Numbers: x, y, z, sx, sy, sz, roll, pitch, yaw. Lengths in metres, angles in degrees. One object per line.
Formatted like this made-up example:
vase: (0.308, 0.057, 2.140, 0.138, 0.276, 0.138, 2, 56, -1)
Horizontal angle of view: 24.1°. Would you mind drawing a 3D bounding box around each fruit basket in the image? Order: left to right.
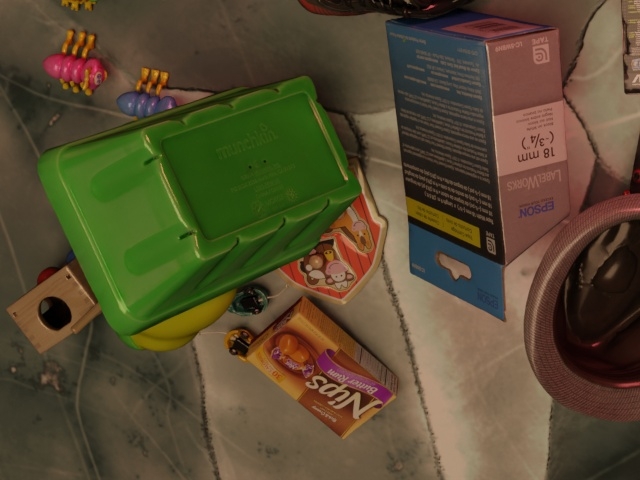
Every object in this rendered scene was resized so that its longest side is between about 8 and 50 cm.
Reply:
fruit basket: (-0.175, -0.021, 1.889, 0.392, 0.392, 0.283, -25, 89, 24)

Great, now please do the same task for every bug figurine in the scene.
bug figurine: (-0.268, -0.275, 1.985, 0.216, 0.072, 0.279, 10, 113, 15)

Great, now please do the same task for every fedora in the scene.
fedora: (0.354, 0.064, 1.785, 0.243, 0.124, 0.275, 10, 106, -9)

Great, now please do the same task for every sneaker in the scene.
sneaker: (0.088, -0.320, 1.819, 0.276, 0.135, 0.098, -4, 110, 21)

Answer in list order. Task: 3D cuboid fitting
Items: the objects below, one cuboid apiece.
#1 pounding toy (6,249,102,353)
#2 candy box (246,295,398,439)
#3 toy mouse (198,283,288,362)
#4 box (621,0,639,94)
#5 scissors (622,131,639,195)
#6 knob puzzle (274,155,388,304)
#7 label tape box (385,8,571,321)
pounding toy: (-0.330, 0.061, 2.068, 0.206, 0.181, 0.094, -34, 96, 25)
candy box: (0.004, 0.176, 2.052, 0.186, 0.053, 0.109, 42, 114, -15)
toy mouse: (-0.074, 0.110, 2.087, 0.161, 0.031, 0.143, 30, 116, 5)
box: (0.486, -0.283, 1.741, 0.270, 0.060, 0.216, -1, 106, 18)
scissors: (0.401, -0.058, 1.854, 0.109, 0.021, 0.297, 40, 120, 43)
knob puzzle: (0.000, 0.000, 2.024, 0.213, 0.030, 0.213, 6, 111, 15)
label tape box: (0.192, -0.100, 1.809, 0.106, 0.240, 0.334, -14, 109, -22)
